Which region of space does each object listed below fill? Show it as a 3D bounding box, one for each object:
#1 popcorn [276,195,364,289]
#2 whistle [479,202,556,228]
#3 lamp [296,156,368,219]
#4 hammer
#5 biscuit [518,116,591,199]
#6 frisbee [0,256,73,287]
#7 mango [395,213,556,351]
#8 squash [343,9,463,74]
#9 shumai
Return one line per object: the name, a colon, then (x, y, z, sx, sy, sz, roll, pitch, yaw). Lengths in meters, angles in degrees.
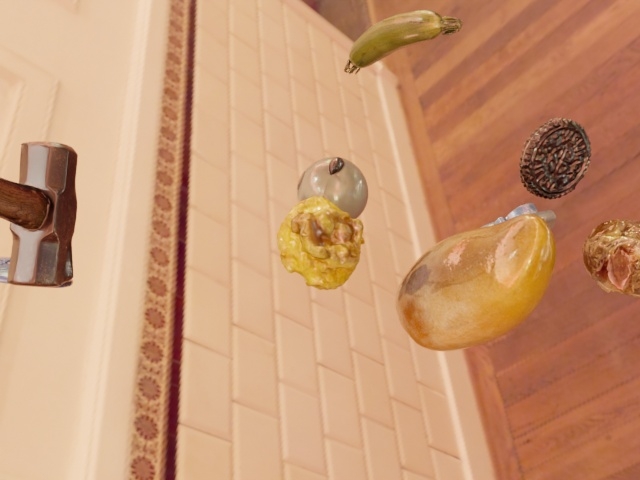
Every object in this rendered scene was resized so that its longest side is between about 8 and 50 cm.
popcorn: (0.004, -0.002, 1.604, 0.155, 0.198, 0.197, 124, 152, -42)
whistle: (0.413, -0.002, 1.774, 0.269, 0.180, 0.093, -21, 51, -11)
lamp: (0.019, -0.087, 1.957, 0.198, 0.198, 0.243, 18, 87, 56)
hammer: (-0.471, -0.060, 1.172, 0.409, 0.095, 0.242, 61, -148, -83)
biscuit: (0.529, -0.183, 1.777, 0.194, 0.194, 0.053, -57, 31, 5)
frisbee: (-0.639, 0.058, 1.650, 0.242, 0.242, 0.045, 13, 94, 56)
mango: (0.300, 0.080, 1.515, 0.384, 0.199, 0.221, -44, 39, 38)
squash: (0.153, -0.427, 1.656, 0.318, 0.080, 0.071, -10, 50, 47)
shumai: (0.599, 0.030, 1.534, 0.209, 0.153, 0.161, 43, 108, 36)
